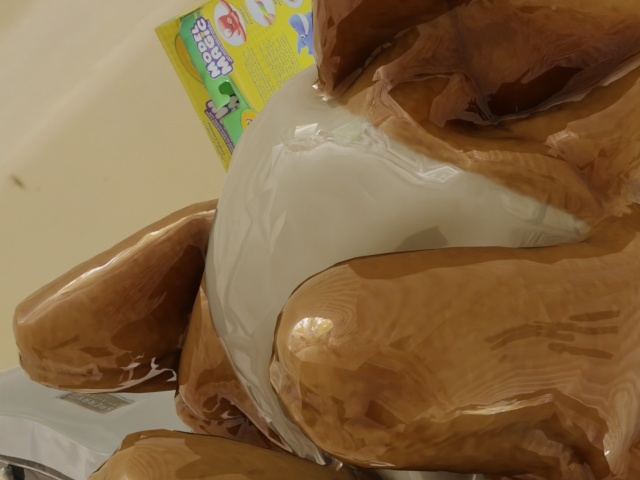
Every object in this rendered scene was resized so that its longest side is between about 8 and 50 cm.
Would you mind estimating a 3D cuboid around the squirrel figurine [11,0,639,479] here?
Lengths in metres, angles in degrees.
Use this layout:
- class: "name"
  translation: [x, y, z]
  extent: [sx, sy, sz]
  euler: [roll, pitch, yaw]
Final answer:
- class: "squirrel figurine"
  translation: [0.121, 0.105, 0.579]
  extent: [0.397, 0.370, 0.281]
  euler: [19, -57, -42]

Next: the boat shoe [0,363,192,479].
- class: "boat shoe"
  translation: [-0.124, 0.132, 0.927]
  extent: [0.306, 0.113, 0.105]
  euler: [4, -70, 53]

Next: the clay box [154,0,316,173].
- class: "clay box"
  translation: [-0.036, -0.131, 1.174]
  extent: [0.053, 0.222, 0.127]
  euler: [-18, -75, 36]
